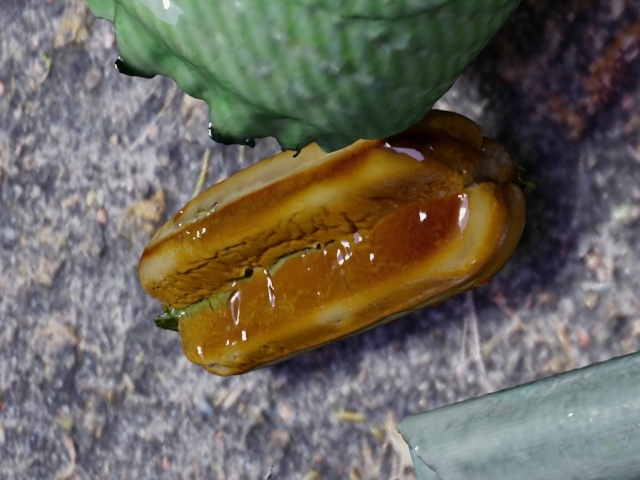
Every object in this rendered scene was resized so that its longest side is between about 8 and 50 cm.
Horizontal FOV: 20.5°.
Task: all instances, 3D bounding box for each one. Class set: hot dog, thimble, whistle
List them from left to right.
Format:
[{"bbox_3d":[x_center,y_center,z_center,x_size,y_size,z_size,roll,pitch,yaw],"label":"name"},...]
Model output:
[{"bbox_3d":[-0.006,-0.150,0.792,0.219,0.219,0.150,54,125,21],"label":"thimble"},{"bbox_3d":[0.000,0.000,0.904,0.250,0.076,0.104,-26,99,44],"label":"hot dog"},{"bbox_3d":[0.158,0.074,0.781,0.312,0.062,0.062,-22,82,41],"label":"whistle"}]
